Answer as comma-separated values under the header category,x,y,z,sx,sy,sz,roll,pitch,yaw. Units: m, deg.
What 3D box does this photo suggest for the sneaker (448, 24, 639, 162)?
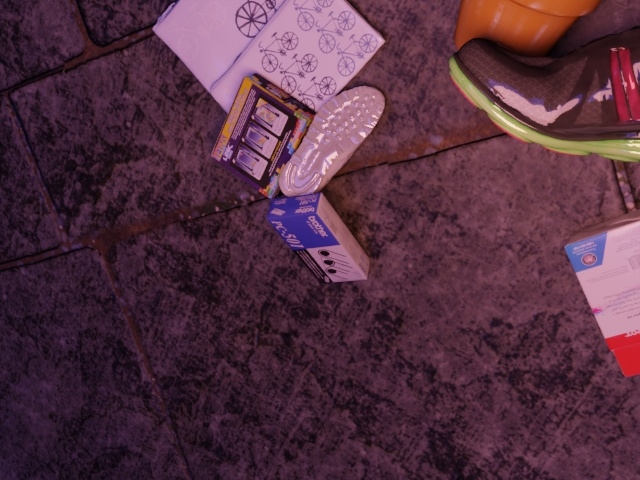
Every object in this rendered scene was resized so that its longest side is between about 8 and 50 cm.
category,x,y,z,sx,sy,sz,roll,pitch,yaw
sneaker,0.409,-0.205,1.176,0.482,0.185,0.202,14,112,12

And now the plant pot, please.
category,x,y,z,sx,sy,sz,roll,pitch,yaw
plant pot,0.284,-0.344,1.280,0.205,0.205,0.188,34,135,12

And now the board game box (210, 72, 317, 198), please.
category,x,y,z,sx,sy,sz,roll,pitch,yaw
board game box,-0.098,-0.180,1.561,0.141,0.048,0.170,36,121,13

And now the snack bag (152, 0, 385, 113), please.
category,x,y,z,sx,sy,sz,roll,pitch,yaw
snack bag,-0.101,-0.355,1.546,0.342,0.037,0.323,49,122,3

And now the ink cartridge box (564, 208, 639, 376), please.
category,x,y,z,sx,sy,sz,roll,pitch,yaw
ink cartridge box,0.487,0.080,1.385,0.134,0.078,0.231,-22,97,31

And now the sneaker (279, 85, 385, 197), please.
category,x,y,z,sx,sy,sz,roll,pitch,yaw
sneaker,0.022,-0.166,1.530,0.090,0.095,0.235,46,102,10

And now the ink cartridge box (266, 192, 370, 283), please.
category,x,y,z,sx,sy,sz,roll,pitch,yaw
ink cartridge box,0.000,0.000,1.549,0.097,0.046,0.207,-6,143,28
